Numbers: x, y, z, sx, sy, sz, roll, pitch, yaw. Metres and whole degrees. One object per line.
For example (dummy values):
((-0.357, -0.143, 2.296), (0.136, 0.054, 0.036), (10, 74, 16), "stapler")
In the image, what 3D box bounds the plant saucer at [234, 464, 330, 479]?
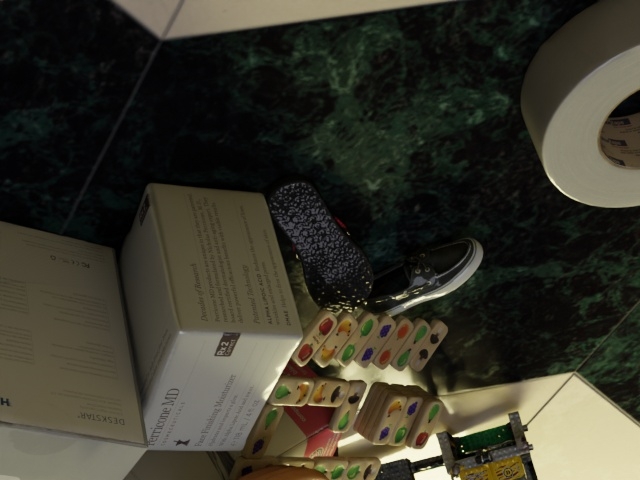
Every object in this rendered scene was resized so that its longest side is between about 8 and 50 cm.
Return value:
((-0.079, 0.281, 1.449), (0.200, 0.037, 0.200), (-29, 154, -16), "plant saucer")

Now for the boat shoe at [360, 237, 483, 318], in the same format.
((0.098, 0.036, 1.512), (0.142, 0.049, 0.040), (-31, 138, 20), "boat shoe")

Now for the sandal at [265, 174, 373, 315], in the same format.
((0.000, 0.000, 1.451), (0.067, 0.040, 0.179), (-26, 125, 3), "sandal")

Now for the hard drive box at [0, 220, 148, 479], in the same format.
((-0.265, 0.099, 1.319), (0.181, 0.232, 0.089), (15, 131, -31), "hard drive box")

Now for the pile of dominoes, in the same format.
((0.037, 0.167, 1.504), (0.251, 0.040, 0.196), (10, 106, -52), "pile of dominoes")

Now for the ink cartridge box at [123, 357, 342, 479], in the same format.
((-0.127, 0.259, 1.549), (0.283, 0.117, 0.207), (-25, 150, -36), "ink cartridge box")

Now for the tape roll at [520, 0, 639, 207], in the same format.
((0.297, -0.130, 1.367), (0.219, 0.072, 0.219), (-10, 139, -9), "tape roll")

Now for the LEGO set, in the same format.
((0.138, 0.322, 1.692), (0.331, 0.254, 0.192), (-8, 168, 7), "LEGO set")

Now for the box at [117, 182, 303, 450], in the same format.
((-0.115, 0.073, 1.377), (0.119, 0.181, 0.181), (4, 137, -23), "box")
